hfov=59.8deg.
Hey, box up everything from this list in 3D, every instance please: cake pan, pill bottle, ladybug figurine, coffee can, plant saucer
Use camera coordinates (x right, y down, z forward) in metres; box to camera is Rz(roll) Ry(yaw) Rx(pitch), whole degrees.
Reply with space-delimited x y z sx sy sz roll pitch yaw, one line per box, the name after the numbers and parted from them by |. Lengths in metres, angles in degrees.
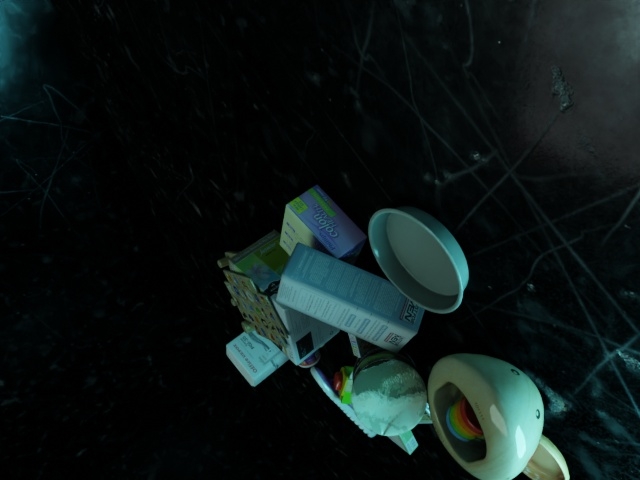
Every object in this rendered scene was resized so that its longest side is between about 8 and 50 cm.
0.234 0.039 1.321 0.293 0.054 0.293 42 153 27 | cake pan
-0.076 0.426 2.312 0.108 0.108 0.193 24 142 48 | pill bottle
0.393 0.412 1.335 0.449 0.162 0.305 105 144 -66 | ladybug figurine
0.190 0.416 1.585 0.201 0.202 0.275 53 -178 5 | coffee can
0.547 0.544 1.423 0.200 0.037 0.200 41 152 28 | plant saucer

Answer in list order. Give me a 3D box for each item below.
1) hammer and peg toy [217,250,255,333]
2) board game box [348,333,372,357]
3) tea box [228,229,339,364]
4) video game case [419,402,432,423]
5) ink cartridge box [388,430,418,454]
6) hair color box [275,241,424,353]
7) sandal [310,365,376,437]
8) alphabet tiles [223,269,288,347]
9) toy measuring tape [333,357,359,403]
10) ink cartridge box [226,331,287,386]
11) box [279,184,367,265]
-0.291 0.219 2.350 0.266 0.127 0.361 3 113 60 | hammer and peg toy
0.144 0.256 1.637 0.026 0.154 0.103 18 139 38 | board game box
-0.125 0.199 1.974 0.324 0.220 0.328 36 149 34 | tea box
0.292 0.540 1.894 0.193 0.023 0.212 53 155 5 | video game case
0.247 0.675 2.083 0.235 0.056 0.171 23 148 50 | ink cartridge box
0.077 0.160 1.504 0.375 0.113 0.185 24 151 3 | hair color box
0.108 0.635 2.273 0.416 0.102 0.169 50 174 -21 | sandal
-0.228 0.233 1.924 0.343 0.011 0.285 8 128 58 | alphabet tiles
0.119 0.486 2.070 0.121 0.121 0.330 40 135 30 | toy measuring tape
-0.248 0.475 2.472 0.207 0.283 0.117 46 155 18 | ink cartridge box
0.000 0.000 1.618 0.213 0.117 0.243 47 156 16 | box
